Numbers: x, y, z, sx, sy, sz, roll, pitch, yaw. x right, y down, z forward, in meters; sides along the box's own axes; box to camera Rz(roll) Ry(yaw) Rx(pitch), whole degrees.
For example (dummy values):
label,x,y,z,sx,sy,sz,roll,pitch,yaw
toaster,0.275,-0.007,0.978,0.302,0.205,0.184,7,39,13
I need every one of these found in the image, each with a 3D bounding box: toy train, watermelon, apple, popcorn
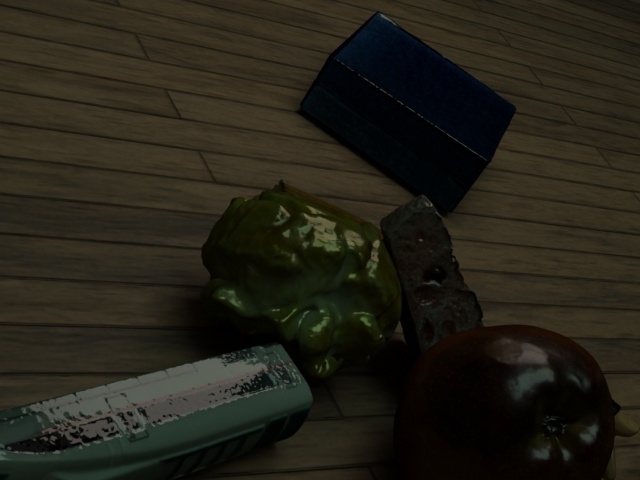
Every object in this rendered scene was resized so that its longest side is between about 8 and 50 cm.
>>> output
label,x,y,z,sx,sy,sz,roll,pitch,yaw
toy train,-0.172,0.176,1.042,0.407,0.086,0.088,-9,57,-49
watermelon,0.120,0.057,1.345,0.094,0.241,0.154,-23,32,-7
apple,0.188,0.190,1.213,0.230,0.230,0.230,25,32,-17
popcorn,-0.020,0.044,1.272,0.221,0.184,0.204,33,-7,-12

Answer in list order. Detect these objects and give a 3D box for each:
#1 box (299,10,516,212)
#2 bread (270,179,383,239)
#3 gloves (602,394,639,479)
label,x,y,z,sx,sy,sz,roll,pitch,yaw
box,0.141,-0.204,1.834,0.279,0.116,0.261,36,32,1
bread,-0.001,0.002,1.437,0.173,0.085,0.134,26,11,-13
gloves,0.279,0.206,1.397,0.203,0.164,0.124,51,40,-23
